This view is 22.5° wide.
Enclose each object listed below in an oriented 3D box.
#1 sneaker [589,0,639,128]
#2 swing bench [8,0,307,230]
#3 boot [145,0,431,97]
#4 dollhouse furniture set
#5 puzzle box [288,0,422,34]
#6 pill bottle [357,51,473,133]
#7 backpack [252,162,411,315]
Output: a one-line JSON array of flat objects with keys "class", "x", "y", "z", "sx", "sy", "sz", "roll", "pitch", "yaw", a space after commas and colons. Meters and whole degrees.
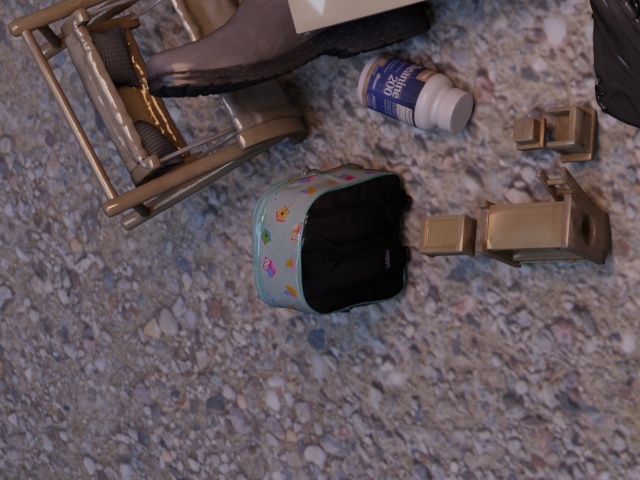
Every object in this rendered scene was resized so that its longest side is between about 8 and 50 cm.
[{"class": "sneaker", "x": 0.312, "y": -0.184, "z": 1.591, "sx": 0.130, "sy": 0.109, "sz": 0.286, "roll": -20, "pitch": 110, "yaw": 45}, {"class": "swing bench", "x": -0.181, "y": -0.185, "z": 1.866, "sx": 0.255, "sy": 0.165, "sz": 0.253, "roll": -28, "pitch": 85, "yaw": -1}, {"class": "boot", "x": -0.057, "y": -0.290, "z": 1.750, "sx": 0.118, "sy": 0.338, "sz": 0.222, "roll": -4, "pitch": 103, "yaw": 68}, {"class": "dollhouse furniture set", "x": 0.217, "y": -0.057, "z": 1.755, "sx": 0.182, "sy": 0.101, "sz": 0.160, "roll": -2, "pitch": 77, "yaw": 35}, {"class": "puzzle box", "x": 0.138, "y": -0.389, "z": 1.625, "sx": 0.409, "sy": 0.052, "sz": 0.272, "roll": -13, "pitch": 94, "yaw": 12}, {"class": "pill bottle", "x": 0.107, "y": -0.162, "z": 1.795, "sx": 0.120, "sy": 0.067, "sz": 0.067, "roll": 24, "pitch": 115, "yaw": 27}, {"class": "backpack", "x": 0.000, "y": 0.000, "z": 1.837, "sx": 0.144, "sy": 0.188, "sz": 0.165, "roll": 12, "pitch": 109, "yaw": 32}]
